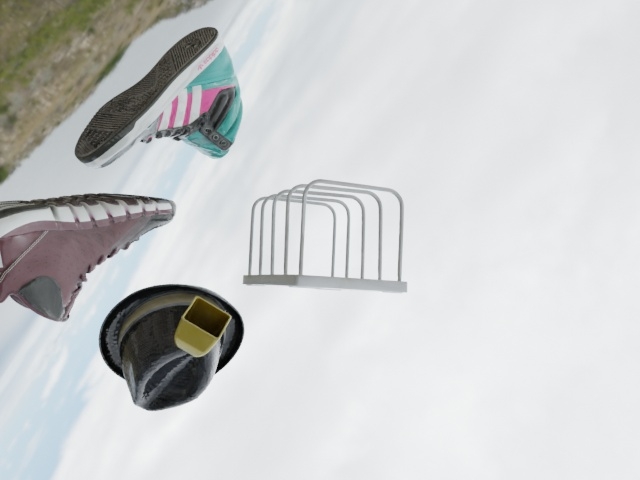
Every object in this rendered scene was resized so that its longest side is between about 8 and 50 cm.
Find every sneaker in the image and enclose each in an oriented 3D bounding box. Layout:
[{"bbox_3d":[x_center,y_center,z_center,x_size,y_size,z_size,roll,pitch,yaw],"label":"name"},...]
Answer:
[{"bbox_3d":[-0.319,0.022,0.834,0.106,0.281,0.163,9,-77,39],"label":"sneaker"},{"bbox_3d":[-0.236,-0.184,1.001,0.295,0.178,0.123,-46,-134,-13],"label":"sneaker"}]

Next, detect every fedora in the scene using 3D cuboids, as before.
[{"bbox_3d":[-0.318,0.251,1.309,0.334,0.334,0.153,-49,-151,25],"label":"fedora"}]

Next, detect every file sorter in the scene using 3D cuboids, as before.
[{"bbox_3d":[0.000,0.000,1.073,0.277,0.192,0.173,174,-80,-66],"label":"file sorter"}]

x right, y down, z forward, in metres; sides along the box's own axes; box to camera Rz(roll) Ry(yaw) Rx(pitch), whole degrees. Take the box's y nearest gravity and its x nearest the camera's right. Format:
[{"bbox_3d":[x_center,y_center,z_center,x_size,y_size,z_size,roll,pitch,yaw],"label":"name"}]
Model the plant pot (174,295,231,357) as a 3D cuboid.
[{"bbox_3d":[-0.234,0.175,1.183,0.083,0.081,0.081,-56,-174,27],"label":"plant pot"}]
